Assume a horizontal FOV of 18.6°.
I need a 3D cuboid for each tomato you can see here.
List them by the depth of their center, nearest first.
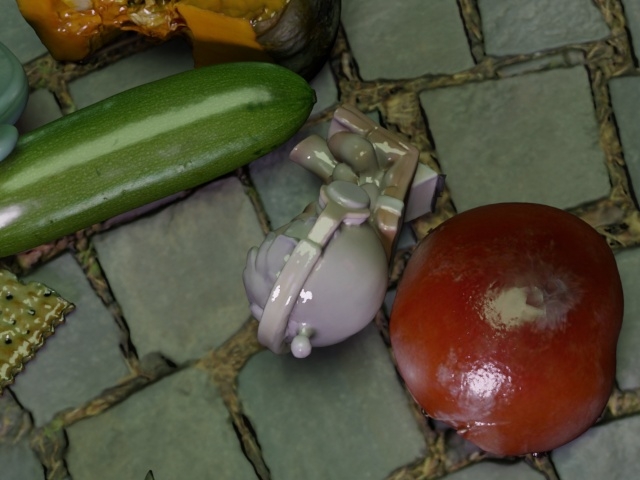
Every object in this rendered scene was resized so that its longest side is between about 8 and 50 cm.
[{"bbox_3d":[0.163,0.058,1.635,0.199,0.112,0.228,1,68,-10],"label":"tomato"}]

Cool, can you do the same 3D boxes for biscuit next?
[{"bbox_3d":[-0.336,0.100,1.759,0.144,0.016,0.203,31,71,21],"label":"biscuit"}]

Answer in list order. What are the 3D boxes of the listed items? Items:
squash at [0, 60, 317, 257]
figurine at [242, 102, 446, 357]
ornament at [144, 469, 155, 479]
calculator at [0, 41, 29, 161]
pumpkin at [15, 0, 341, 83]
[{"bbox_3d":[-0.193,-0.074,1.778,0.395,0.107,0.107,-23,62,0],"label":"squash"},{"bbox_3d":[0.003,0.002,1.687,0.141,0.162,0.237,25,57,8],"label":"figurine"},{"bbox_3d":[-0.202,0.250,1.630,0.156,0.081,0.075,-22,38,-7],"label":"ornament"},{"bbox_3d":[-0.365,-0.124,1.813,0.184,0.042,0.295,-37,41,-11],"label":"calculator"},{"bbox_3d":[-0.117,-0.208,1.823,0.280,0.139,0.190,-29,62,-6],"label":"pumpkin"}]
